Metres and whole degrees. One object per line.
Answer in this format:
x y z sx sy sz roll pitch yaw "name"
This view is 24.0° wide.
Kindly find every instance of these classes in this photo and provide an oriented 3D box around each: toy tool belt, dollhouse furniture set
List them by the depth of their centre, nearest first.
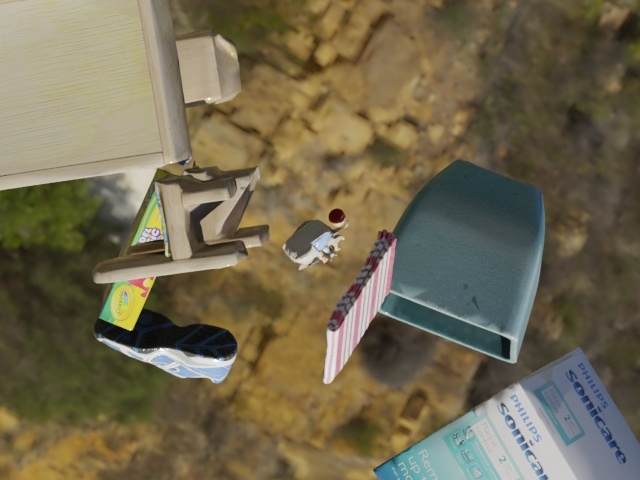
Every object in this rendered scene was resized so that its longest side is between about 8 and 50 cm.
-0.222 -0.139 1.358 0.394 0.256 0.362 -47 129 -80 "dollhouse furniture set"
0.000 0.000 1.751 0.083 0.052 0.051 -37 147 2 "toy tool belt"

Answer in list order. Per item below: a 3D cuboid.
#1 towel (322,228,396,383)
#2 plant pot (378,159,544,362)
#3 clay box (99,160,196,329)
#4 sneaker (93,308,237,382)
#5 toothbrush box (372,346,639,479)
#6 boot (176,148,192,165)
0.051 0.094 2.117 0.197 0.029 0.144 -56 162 -33 "towel"
0.238 0.020 2.389 0.248 0.247 0.252 65 47 -75 "plant pot"
-0.226 -0.004 1.982 0.127 0.053 0.222 -115 -132 -76 "clay box"
-0.225 0.157 2.155 0.081 0.211 0.080 99 9 -47 "sneaker"
0.231 0.288 1.749 0.126 0.216 0.295 -22 168 -42 "toothbrush box"
-0.249 -0.185 2.254 0.190 0.086 0.069 72 34 -55 "boot"
